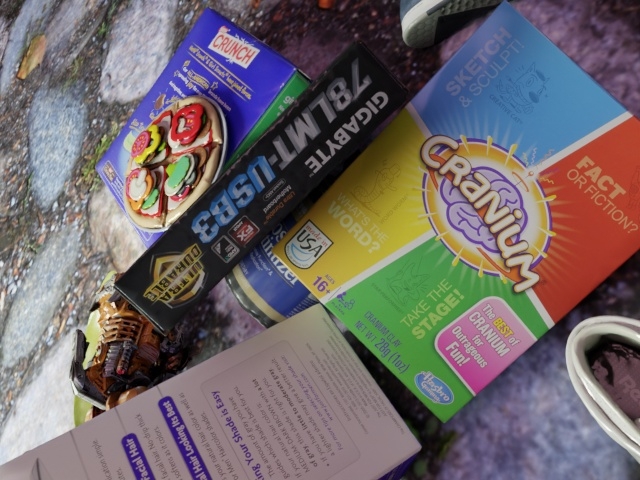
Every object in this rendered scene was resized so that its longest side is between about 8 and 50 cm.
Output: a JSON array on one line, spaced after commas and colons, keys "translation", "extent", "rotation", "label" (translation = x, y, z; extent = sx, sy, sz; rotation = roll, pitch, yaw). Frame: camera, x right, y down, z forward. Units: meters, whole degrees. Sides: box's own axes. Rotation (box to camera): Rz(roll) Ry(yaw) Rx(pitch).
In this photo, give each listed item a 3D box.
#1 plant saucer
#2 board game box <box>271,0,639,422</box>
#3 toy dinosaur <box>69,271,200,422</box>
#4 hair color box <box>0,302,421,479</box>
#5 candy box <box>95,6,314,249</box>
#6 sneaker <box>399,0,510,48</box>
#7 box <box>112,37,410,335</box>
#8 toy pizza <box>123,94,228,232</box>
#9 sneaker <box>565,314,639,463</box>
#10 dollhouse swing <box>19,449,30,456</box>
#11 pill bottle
[{"translation": [-0.318, 0.165, 0.850], "extent": [0.241, 0.037, 0.240], "rotation": [-32, 50, 50], "label": "plant saucer"}, {"translation": [0.145, -0.021, 0.549], "extent": [0.242, 0.064, 0.316], "rotation": [44, 102, 5], "label": "board game box"}, {"translation": [-0.211, 0.204, 0.689], "extent": [0.165, 0.218, 0.321], "rotation": [-4, 71, 33], "label": "toy dinosaur"}, {"translation": [-0.097, 0.223, 0.547], "extent": [0.339, 0.110, 0.185], "rotation": [-24, 59, -22], "label": "hair color box"}, {"translation": [-0.165, -0.151, 0.854], "extent": [0.317, 0.122, 0.268], "rotation": [-52, 50, 9], "label": "candy box"}, {"translation": [0.189, -0.364, 0.708], "extent": [0.226, 0.086, 0.163], "rotation": [-20, 65, 29], "label": "sneaker"}, {"translation": [-0.061, -0.062, 0.610], "extent": [0.295, 0.073, 0.293], "rotation": [-45, 8, 2], "label": "box"}, {"translation": [-0.205, -0.109, 0.766], "extent": [0.201, 0.032, 0.201], "rotation": [-14, 65, 31], "label": "toy pizza"}, {"translation": [0.285, 0.171, 0.385], "extent": [0.108, 0.169, 0.292], "rotation": [-48, 54, 8], "label": "sneaker"}, {"translation": [-0.274, 0.502, 0.650], "extent": [0.347, 0.305, 0.315], "rotation": [23, 62, 39], "label": "dollhouse swing"}, {"translation": [0.000, 0.000, 0.680], "extent": [0.219, 0.123, 0.122], "rotation": [-44, 53, 14], "label": "pill bottle"}]
